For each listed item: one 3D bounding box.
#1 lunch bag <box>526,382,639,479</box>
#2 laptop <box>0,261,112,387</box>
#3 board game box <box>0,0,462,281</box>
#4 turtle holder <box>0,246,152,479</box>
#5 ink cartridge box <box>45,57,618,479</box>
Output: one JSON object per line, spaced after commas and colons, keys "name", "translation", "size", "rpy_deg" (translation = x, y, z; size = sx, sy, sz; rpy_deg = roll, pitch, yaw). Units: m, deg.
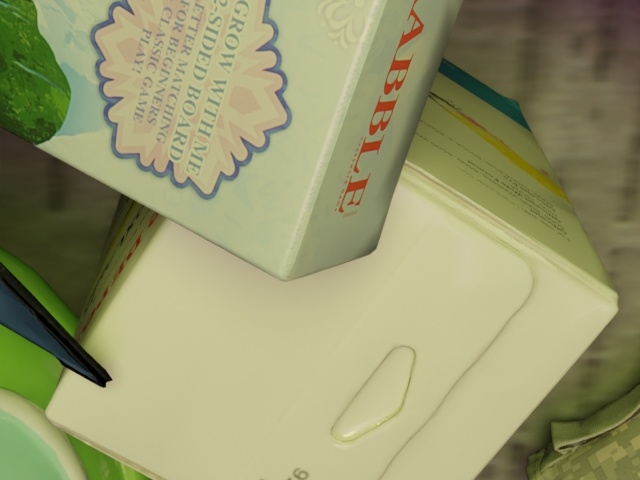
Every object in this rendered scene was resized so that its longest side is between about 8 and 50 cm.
{"name": "lunch bag", "translation": [0.289, 0.176, 0.677], "size": [0.235, 0.169, 0.287], "rpy_deg": [-36, 103, 18]}
{"name": "laptop", "translation": [-0.345, -0.038, 0.342], "size": [0.407, 0.236, 0.382], "rpy_deg": [-26, 145, 1]}
{"name": "board game box", "translation": [-0.076, -0.198, 0.364], "size": [0.318, 0.066, 0.319], "rpy_deg": [27, 110, 22]}
{"name": "turtle holder", "translation": [-0.224, 0.160, 0.590], "size": [0.243, 0.227, 0.320], "rpy_deg": [28, 121, 13]}
{"name": "ink cartridge box", "translation": [0.000, 0.000, 0.547], "size": [0.168, 0.233, 0.171], "rpy_deg": [30, 110, -14]}
